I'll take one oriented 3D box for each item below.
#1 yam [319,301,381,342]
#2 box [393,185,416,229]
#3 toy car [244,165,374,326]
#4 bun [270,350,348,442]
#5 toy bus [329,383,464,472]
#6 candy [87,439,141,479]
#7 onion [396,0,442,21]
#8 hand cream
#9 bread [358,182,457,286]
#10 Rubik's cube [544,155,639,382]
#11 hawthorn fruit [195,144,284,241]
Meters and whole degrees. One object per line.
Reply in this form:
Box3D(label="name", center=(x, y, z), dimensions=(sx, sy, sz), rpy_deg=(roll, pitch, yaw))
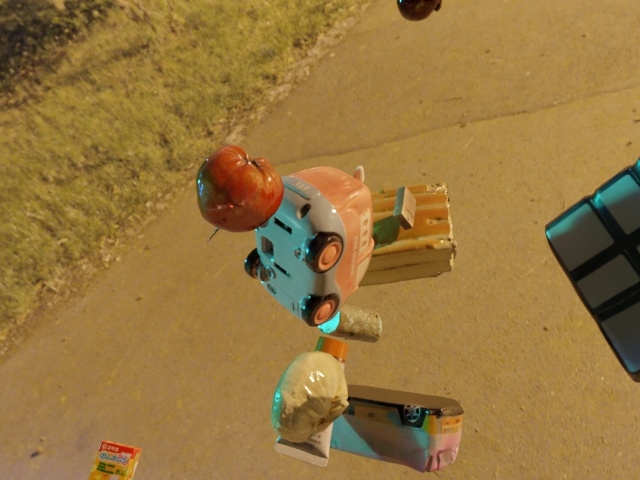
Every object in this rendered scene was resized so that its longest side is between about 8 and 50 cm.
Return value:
Box3D(label="yam", center=(0.094, 0.239, 1.467), dimensions=(0.107, 0.194, 0.107), rpy_deg=(-27, 53, 44))
Box3D(label="box", center=(0.187, -0.072, 1.111), dimensions=(0.024, 0.053, 0.083), rpy_deg=(-13, 45, 35))
Box3D(label="toy car", center=(0.000, 0.000, 0.877), dimensions=(0.212, 0.271, 0.180), rpy_deg=(-30, 50, -35))
Box3D(label="bun", center=(-0.010, 0.347, 1.096), dimensions=(0.127, 0.222, 0.222), rpy_deg=(13, 61, 27))
Box3D(label="toy bus", center=(0.181, 0.485, 1.314), dimensions=(0.386, 0.171, 0.162), rpy_deg=(-5, 82, 38))
Box3D(label="candy", center=(-0.350, 0.401, 0.834), dimensions=(0.062, 0.038, 0.122), rpy_deg=(12, 69, 3))
Box3D(label="onion", center=(0.224, -0.550, 1.135), dimensions=(0.118, 0.117, 0.119), rpy_deg=(1, 94, 16))
Box3D(label="hand cream", center=(-0.003, 0.411, 1.304), dimensions=(0.139, 0.089, 0.314), rpy_deg=(18, 72, 8))
Box3D(label="bread", center=(0.197, -0.023, 1.195), dimensions=(0.246, 0.111, 0.239), rpy_deg=(-8, 45, 18))
Box3D(label="Rubik's cube", center=(0.578, 0.035, 0.768), dimensions=(0.283, 0.288, 0.294), rpy_deg=(-50, 41, 36))
Box3D(label="hawthorn fruit", center=(-0.113, -0.063, 0.705), dimensions=(0.125, 0.125, 0.140), rpy_deg=(5, 91, 31))
